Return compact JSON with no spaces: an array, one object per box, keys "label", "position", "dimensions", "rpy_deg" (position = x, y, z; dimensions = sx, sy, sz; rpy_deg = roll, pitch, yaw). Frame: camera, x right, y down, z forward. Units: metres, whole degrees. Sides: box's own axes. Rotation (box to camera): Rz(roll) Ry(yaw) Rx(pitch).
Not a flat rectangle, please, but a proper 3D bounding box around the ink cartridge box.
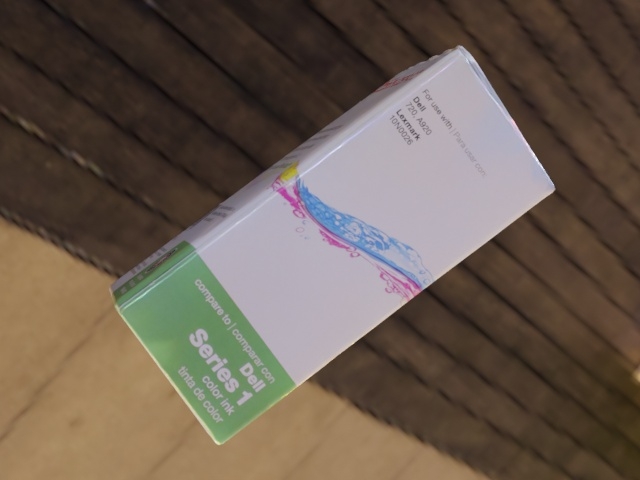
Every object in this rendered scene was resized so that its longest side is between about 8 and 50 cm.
[{"label":"ink cartridge box","position":[0.000,0.000,1.145],"dimensions":[0.278,0.117,0.201],"rpy_deg":[-37,-174,-6]}]
